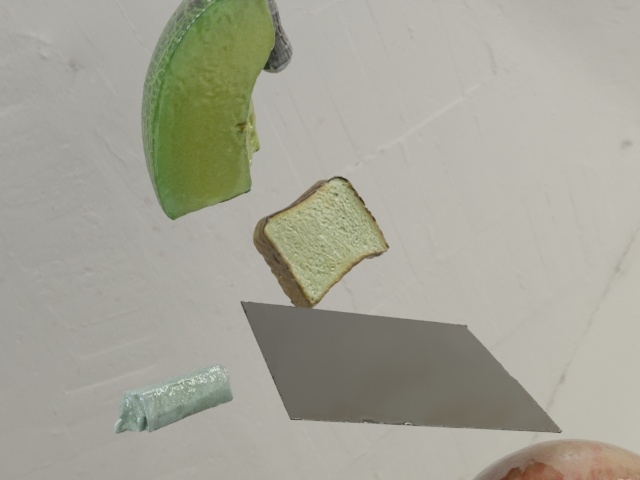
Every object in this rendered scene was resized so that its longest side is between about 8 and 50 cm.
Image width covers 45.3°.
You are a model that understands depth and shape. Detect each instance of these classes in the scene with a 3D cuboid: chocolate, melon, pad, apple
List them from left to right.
[{"bbox_3d":[-0.167,-0.245,1.193,0.226,0.331,0.343,10,-52,17],"label":"melon"},{"bbox_3d":[-0.093,-0.340,1.239,0.072,0.072,0.167,-30,-37,-6],"label":"chocolate"},{"bbox_3d":[0.096,0.160,0.981,0.368,0.247,0.007,8,-66,-24],"label":"pad"},{"bbox_3d":[0.341,0.409,1.041,0.345,0.269,0.344,9,-55,14],"label":"apple"}]

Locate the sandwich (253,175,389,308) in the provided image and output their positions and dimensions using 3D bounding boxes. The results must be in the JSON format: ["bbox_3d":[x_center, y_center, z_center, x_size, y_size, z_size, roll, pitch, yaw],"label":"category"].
[{"bbox_3d":[0.000,0.000,1.363,0.215,0.065,0.186,-39,-82,-31],"label":"sandwich"}]

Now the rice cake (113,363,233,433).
[{"bbox_3d":[-0.218,0.239,1.174,0.207,0.063,0.069,-5,-93,-53],"label":"rice cake"}]
